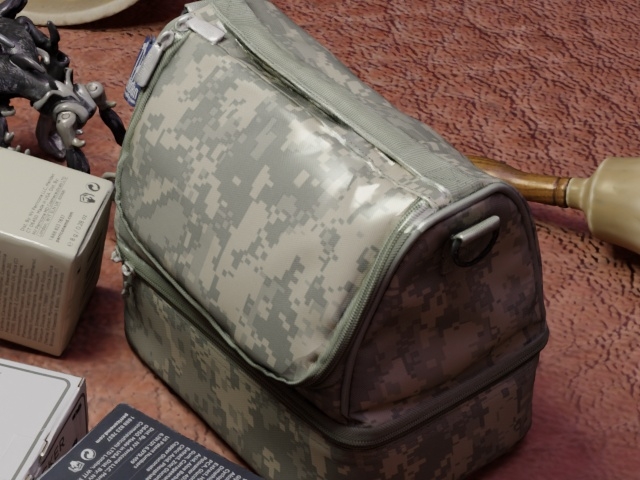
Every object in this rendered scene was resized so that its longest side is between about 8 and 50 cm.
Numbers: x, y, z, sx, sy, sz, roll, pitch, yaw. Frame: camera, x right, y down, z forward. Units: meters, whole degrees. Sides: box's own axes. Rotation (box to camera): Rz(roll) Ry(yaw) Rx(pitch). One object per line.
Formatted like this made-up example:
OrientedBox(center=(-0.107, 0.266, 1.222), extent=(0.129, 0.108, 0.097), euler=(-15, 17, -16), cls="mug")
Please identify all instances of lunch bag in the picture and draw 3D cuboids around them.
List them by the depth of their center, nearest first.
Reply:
OrientedBox(center=(0.000, 0.000, 1.093), extent=(0.212, 0.256, 0.305), euler=(-22, 45, -31), cls="lunch bag")

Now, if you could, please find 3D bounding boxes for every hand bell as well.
OrientedBox(center=(0.192, -0.041, 1.313), extent=(0.242, 0.126, 0.126), euler=(11, 37, 28), cls="hand bell")

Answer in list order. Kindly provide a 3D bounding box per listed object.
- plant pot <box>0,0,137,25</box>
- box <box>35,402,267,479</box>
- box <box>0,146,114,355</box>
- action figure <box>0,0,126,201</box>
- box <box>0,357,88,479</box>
OrientedBox(center=(-0.236, -0.419, 1.595), extent=(0.333, 0.334, 0.305), euler=(9, 27, 6), cls="plant pot")
OrientedBox(center=(-0.078, 0.202, 0.906), extent=(0.158, 0.156, 0.093), euler=(24, 42, 23), cls="box")
OrientedBox(center=(-0.297, -0.019, 1.171), extent=(0.275, 0.113, 0.094), euler=(19, 42, 0), cls="box")
OrientedBox(center=(-0.223, -0.089, 1.286), extent=(0.275, 0.141, 0.164), euler=(31, 45, 7), cls="action figure")
OrientedBox(center=(-0.310, 0.138, 1.021), extent=(0.289, 0.087, 0.169), euler=(11, 38, 9), cls="box")
